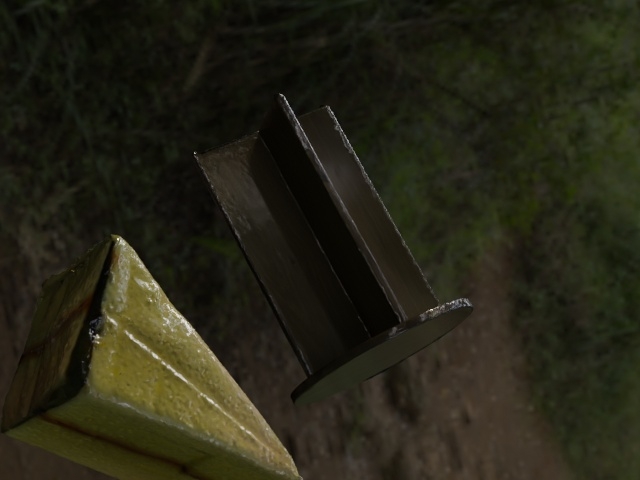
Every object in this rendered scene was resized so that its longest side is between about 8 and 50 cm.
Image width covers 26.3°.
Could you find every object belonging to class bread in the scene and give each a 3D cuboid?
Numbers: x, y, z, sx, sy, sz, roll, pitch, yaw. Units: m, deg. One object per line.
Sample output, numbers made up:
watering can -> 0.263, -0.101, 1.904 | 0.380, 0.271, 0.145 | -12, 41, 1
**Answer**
bread -> -0.149, 0.138, 1.305 | 0.264, 0.167, 0.163 | 29, 52, -28

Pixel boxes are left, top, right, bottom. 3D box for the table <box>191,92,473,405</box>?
table -> 0.000, 0.000, 1.145 | 0.227, 0.167, 0.167 | 61, 6, 13
